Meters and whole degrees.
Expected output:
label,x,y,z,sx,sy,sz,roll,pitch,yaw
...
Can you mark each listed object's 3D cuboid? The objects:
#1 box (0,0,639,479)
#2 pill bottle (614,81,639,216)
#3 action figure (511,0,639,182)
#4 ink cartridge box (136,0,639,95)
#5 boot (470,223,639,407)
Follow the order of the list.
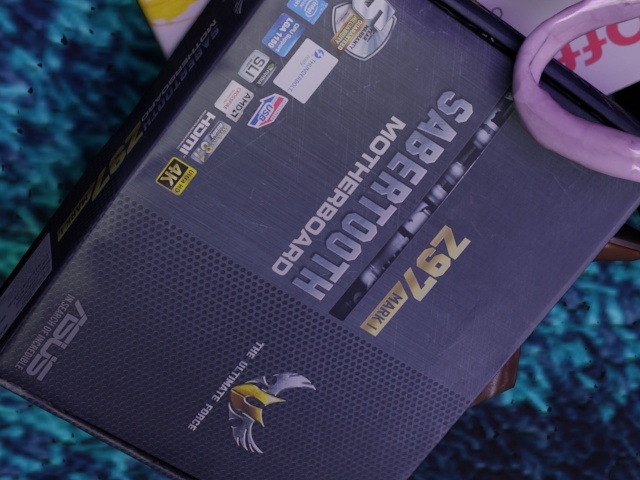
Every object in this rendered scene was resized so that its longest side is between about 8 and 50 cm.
label,x,y,z,sx,sy,sz,roll,pitch,yaw
box,0.000,0.000,0.701,0.183,0.059,0.232,32,107,-24
pill bottle,0.263,-0.063,0.821,0.219,0.123,0.122,-16,116,-3
action figure,0.246,-0.202,0.652,0.248,0.370,0.275,20,132,7
ink cartridge box,0.007,-0.184,0.718,0.226,0.131,0.306,-24,116,2
boot,0.109,0.038,0.887,0.106,0.037,0.114,11,109,0
